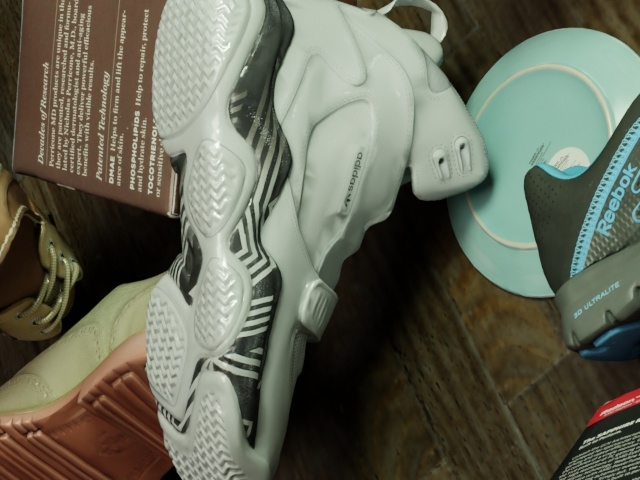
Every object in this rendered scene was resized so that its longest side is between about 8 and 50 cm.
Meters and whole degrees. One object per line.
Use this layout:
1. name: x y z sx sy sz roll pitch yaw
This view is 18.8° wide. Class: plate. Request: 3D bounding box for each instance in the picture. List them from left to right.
1. plate: 0.152 -0.055 1.313 0.188 0.024 0.188 -13 70 42

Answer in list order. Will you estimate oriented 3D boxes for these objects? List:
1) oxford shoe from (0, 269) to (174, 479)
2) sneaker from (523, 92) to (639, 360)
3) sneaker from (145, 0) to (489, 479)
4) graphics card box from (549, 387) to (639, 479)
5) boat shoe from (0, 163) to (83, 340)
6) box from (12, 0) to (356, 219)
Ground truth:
1. oxford shoe: -0.167 0.126 1.534 0.397 0.140 0.146 -26 32 42
2. sneaker: 0.252 -0.062 1.141 0.341 0.125 0.140 -37 62 32
3. sneaker: 0.000 0.000 1.311 0.137 0.210 0.366 8 98 63
4. graphics card box: 0.192 0.176 1.000 0.232 0.371 0.094 -25 100 37
5. boat shoe: -0.242 0.017 1.524 0.123 0.116 0.324 -62 4 -6
6. box: -0.104 -0.117 1.456 0.203 0.168 0.167 15 104 45
